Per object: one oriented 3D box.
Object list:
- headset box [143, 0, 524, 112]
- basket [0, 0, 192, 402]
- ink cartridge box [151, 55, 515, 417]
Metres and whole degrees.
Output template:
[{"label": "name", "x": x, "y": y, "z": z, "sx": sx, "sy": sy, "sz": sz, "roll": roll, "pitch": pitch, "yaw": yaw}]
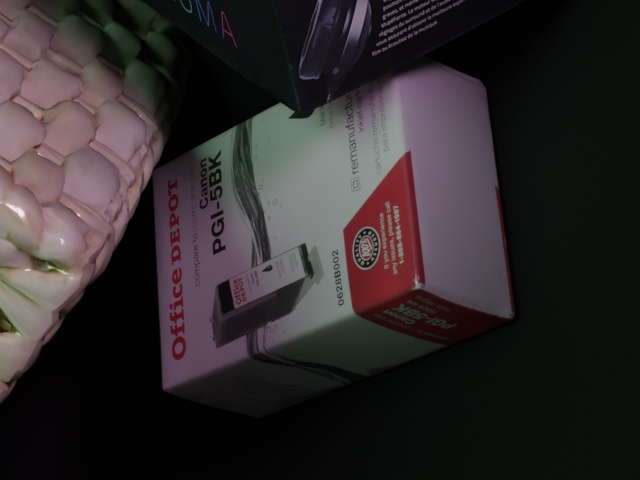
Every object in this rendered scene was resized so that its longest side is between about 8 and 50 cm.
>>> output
[{"label": "headset box", "x": -0.044, "y": -0.231, "z": 0.643, "sx": 0.131, "sy": 0.283, "sz": 0.246, "roll": -29, "pitch": 41, "yaw": -18}, {"label": "basket", "x": -0.256, "y": -0.030, "z": 0.692, "sx": 0.266, "sy": 0.328, "sz": 0.331, "roll": -51, "pitch": 9, "yaw": 17}, {"label": "ink cartridge box", "x": 0.000, "y": 0.000, "z": 0.694, "sx": 0.135, "sy": 0.056, "sz": 0.099, "roll": -25, "pitch": 60, "yaw": 38}]
